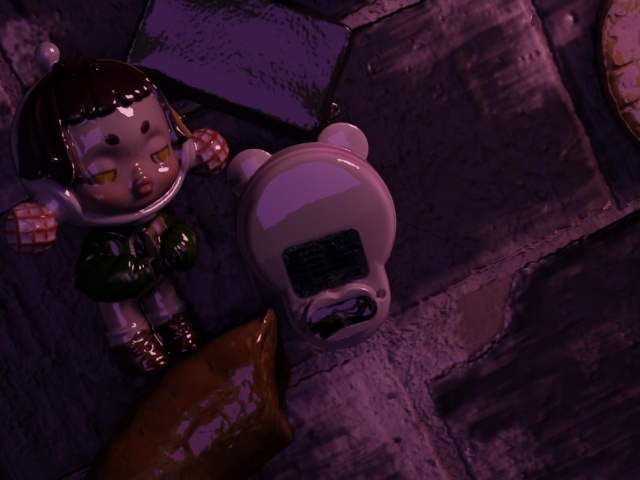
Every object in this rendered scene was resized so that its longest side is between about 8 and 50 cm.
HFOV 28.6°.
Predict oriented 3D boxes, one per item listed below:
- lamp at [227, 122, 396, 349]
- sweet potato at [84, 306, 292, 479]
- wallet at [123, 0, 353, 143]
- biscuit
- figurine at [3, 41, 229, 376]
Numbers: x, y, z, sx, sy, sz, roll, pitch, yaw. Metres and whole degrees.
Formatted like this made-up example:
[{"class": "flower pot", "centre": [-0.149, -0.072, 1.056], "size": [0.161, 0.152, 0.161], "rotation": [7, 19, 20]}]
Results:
[{"class": "lamp", "centre": [0.000, 0.000, 1.414], "size": [0.179, 0.108, 0.246], "rotation": [-16, 101, 2]}, {"class": "sweet potato", "centre": [-0.158, 0.235, 1.388], "size": [0.369, 0.158, 0.158], "rotation": [-41, 99, -12]}, {"class": "wallet", "centre": [-0.086, -0.211, 1.412], "size": [0.250, 0.044, 0.149], "rotation": [19, 92, -6]}, {"class": "biscuit", "centre": [0.411, -0.166, 1.459], "size": [0.290, 0.038, 0.141], "rotation": [41, 93, -9]}, {"class": "figurine", "centre": [-0.222, -0.038, 1.369], "size": [0.281, 0.167, 0.370], "rotation": [-28, 113, -34]}]
